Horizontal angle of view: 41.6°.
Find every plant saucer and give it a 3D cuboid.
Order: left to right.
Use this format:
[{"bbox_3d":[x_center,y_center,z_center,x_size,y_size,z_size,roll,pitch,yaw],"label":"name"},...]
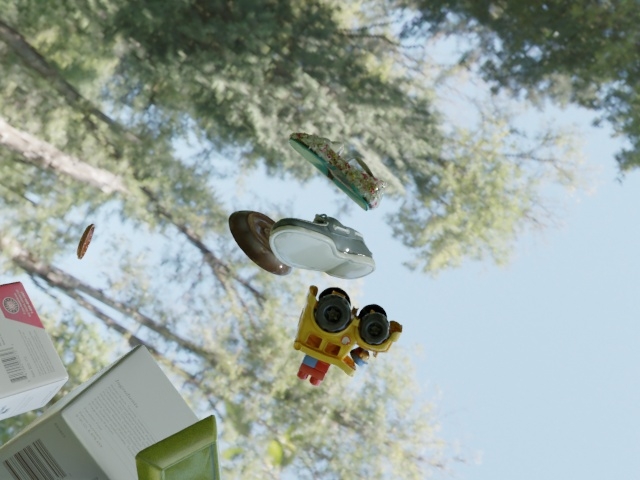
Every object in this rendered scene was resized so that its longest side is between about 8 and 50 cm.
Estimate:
[{"bbox_3d":[-0.511,0.001,1.826,0.083,0.013,0.083,-159,-90,-82],"label":"plant saucer"},{"bbox_3d":[-0.271,0.473,1.699,0.045,0.188,0.188,25,-54,43],"label":"plant saucer"},{"bbox_3d":[-0.128,-0.004,1.978,0.036,0.199,0.198,-43,-150,24],"label":"plant saucer"}]

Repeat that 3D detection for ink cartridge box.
[{"bbox_3d":[-0.594,0.198,1.372,0.117,0.283,0.207,-44,-111,36],"label":"ink cartridge box"}]

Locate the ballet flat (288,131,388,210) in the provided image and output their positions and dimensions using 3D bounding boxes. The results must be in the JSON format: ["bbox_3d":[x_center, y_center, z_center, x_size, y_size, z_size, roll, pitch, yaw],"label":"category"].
[{"bbox_3d":[0.042,-0.159,1.771,0.077,0.241,0.091,-47,176,-13],"label":"ballet flat"}]

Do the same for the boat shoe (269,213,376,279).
[{"bbox_3d":[0.000,0.000,1.752,0.116,0.319,0.099,-27,-120,30],"label":"boat shoe"}]

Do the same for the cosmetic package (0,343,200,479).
[{"bbox_3d":[-0.548,0.529,2.100,0.329,0.327,0.394,-34,-176,24],"label":"cosmetic package"}]

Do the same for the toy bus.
[{"bbox_3d":[0.044,0.225,1.840,0.149,0.220,0.211,-79,-169,-86],"label":"toy bus"}]
